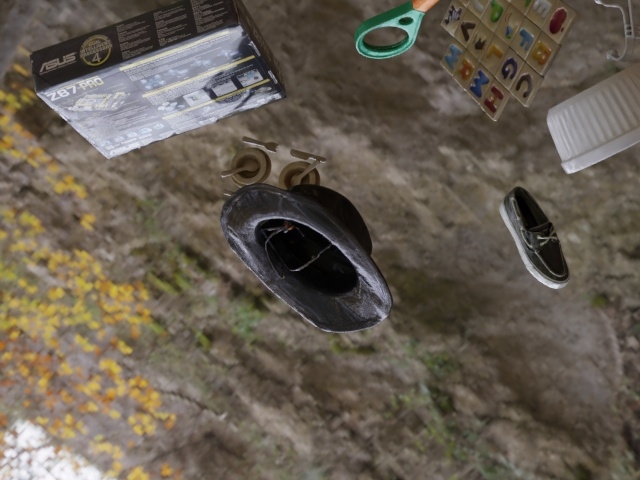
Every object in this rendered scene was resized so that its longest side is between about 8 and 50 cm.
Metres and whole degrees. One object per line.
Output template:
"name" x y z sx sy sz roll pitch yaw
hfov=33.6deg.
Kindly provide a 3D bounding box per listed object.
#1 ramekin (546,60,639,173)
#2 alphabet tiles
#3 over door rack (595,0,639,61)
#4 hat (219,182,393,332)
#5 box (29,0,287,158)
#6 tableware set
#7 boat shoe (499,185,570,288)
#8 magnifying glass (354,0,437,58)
"ramekin" 0.460 -0.200 1.686 0.109 0.207 0.207 62 -153 0
"alphabet tiles" 0.315 -0.381 1.828 0.011 0.285 0.342 11 -151 -29
"over door rack" 0.572 -0.433 1.713 0.240 0.108 0.324 3 -93 -18
"hat" 0.000 0.000 1.796 0.331 0.331 0.134 42 -126 -7
"box" -0.292 -0.304 1.993 0.318 0.395 0.097 48 -154 -69
"tableware set" -0.094 -0.134 2.088 0.194 0.128 0.039 16 170 18
"boat shoe" 0.433 -0.006 2.120 0.078 0.070 0.219 -24 -107 -23
"magnifying glass" 0.134 -0.339 1.598 0.092 0.231 0.026 9 -117 -30
